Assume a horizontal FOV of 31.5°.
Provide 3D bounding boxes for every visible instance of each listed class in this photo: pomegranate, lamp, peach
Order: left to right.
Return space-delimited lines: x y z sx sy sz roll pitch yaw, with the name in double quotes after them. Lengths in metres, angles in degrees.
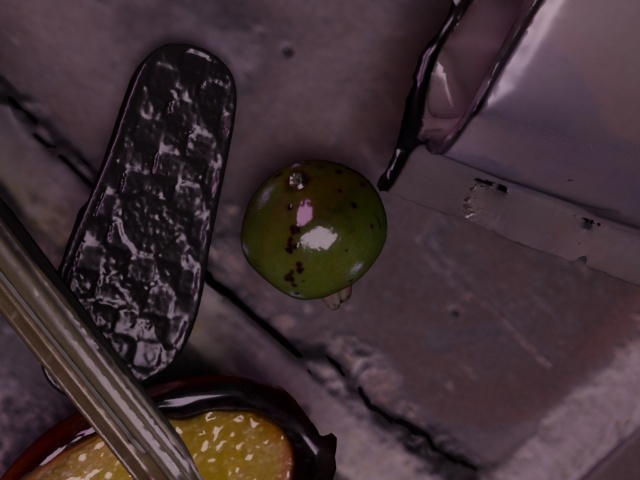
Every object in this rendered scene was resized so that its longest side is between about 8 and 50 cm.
-0.184 0.107 0.512 0.283 0.124 0.203 -42 82 13 "lamp"
-0.109 0.176 0.607 0.279 0.068 0.189 -40 115 4 "peach"
0.002 -0.004 0.570 0.073 0.073 0.084 -54 143 10 "pomegranate"

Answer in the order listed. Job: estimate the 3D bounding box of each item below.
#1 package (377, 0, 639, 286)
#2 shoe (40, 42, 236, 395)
0.167 -0.089 0.528 0.203 0.062 0.251 18 126 -29 "package"
-0.089 -0.008 0.565 0.071 0.049 0.179 17 85 -19 "shoe"
